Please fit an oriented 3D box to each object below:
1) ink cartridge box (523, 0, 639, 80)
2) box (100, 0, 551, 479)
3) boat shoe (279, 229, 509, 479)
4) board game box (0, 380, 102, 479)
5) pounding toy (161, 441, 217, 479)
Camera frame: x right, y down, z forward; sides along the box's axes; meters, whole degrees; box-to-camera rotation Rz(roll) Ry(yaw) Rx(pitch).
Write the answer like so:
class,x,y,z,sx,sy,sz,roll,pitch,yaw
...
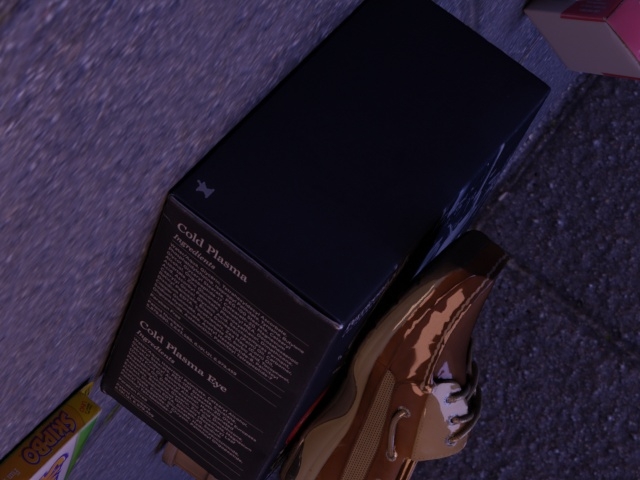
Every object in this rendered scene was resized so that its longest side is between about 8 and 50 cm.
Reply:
class,x,y,z,sx,sy,sz,roll,pitch,yaw
ink cartridge box,0.436,-0.351,2.563,0.283,0.117,0.207,-46,-156,-11
box,0.000,0.000,1.721,0.343,0.179,0.312,-48,170,-35
boat shoe,0.083,0.126,1.654,0.122,0.120,0.324,-44,169,-48
board game box,-0.275,0.228,1.672,0.259,0.039,0.124,-49,172,-46
pounding toy,-0.083,0.237,2.378,0.154,0.155,0.269,-60,171,18
